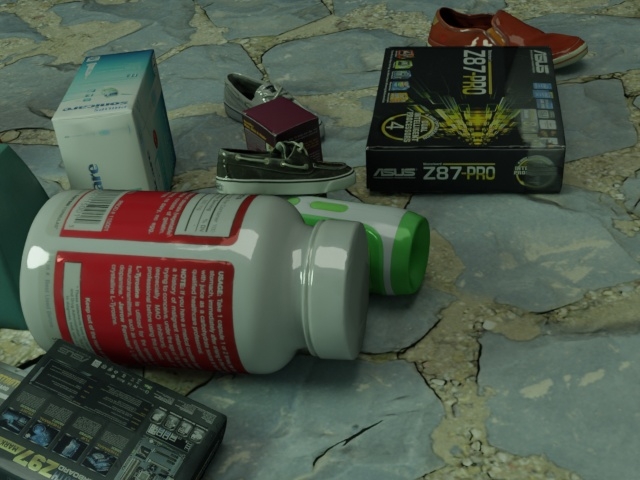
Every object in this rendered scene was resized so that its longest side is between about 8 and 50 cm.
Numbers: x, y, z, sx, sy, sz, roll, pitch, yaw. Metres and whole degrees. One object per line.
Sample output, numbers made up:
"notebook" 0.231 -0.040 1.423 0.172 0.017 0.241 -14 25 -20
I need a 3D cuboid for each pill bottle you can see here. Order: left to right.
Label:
"pill bottle" -0.150 0.052 1.146 0.407 0.229 0.229 3 37 13

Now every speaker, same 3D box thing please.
"speaker" 0.000 0.000 1.279 0.296 0.131 0.131 9 39 21

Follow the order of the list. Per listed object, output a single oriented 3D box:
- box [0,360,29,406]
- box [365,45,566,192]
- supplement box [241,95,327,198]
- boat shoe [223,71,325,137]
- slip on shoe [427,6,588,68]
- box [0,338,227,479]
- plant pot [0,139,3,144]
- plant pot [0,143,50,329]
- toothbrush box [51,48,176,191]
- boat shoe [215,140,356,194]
"box" -0.425 0.233 1.091 0.231 0.056 0.183 13 40 26
"box" 0.254 -0.223 1.572 0.318 0.097 0.395 3 37 9
"supplement box" -0.053 -0.115 1.394 0.081 0.188 0.104 -25 39 -24
"boat shoe" -0.098 -0.254 1.682 0.258 0.084 0.095 24 46 36
"slip on shoe" 0.373 -0.411 1.807 0.331 0.101 0.123 15 39 25
"box" -0.248 0.231 1.006 0.232 0.059 0.183 22 41 7
"plant pot" -0.760 -0.174 1.559 0.235 0.267 0.267 -14 34 12
"plant pot" -0.489 -0.016 1.292 0.165 0.234 0.166 3 38 14
"toothbrush box" -0.326 -0.162 1.460 0.126 0.216 0.295 -6 29 1
"boat shoe" -0.044 -0.105 1.278 0.219 0.070 0.078 -5 16 -29
